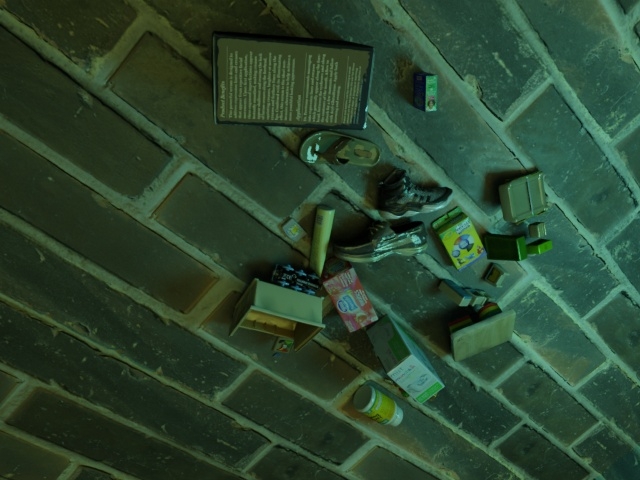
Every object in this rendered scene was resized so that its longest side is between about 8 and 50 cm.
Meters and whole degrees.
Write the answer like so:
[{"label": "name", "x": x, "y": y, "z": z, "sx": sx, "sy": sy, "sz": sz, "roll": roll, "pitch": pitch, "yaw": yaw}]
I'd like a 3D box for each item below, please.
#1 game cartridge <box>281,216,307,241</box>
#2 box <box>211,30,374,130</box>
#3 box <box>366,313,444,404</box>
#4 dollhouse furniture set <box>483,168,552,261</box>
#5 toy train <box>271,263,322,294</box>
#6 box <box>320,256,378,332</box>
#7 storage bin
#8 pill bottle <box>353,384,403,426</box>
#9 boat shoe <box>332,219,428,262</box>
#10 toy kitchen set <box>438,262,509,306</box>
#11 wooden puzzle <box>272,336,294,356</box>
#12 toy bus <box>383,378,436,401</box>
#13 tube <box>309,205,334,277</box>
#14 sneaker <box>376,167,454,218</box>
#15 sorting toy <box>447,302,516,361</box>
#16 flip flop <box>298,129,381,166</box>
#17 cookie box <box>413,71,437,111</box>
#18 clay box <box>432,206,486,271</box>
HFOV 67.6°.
[{"label": "game cartridge", "x": -0.093, "y": -0.035, "z": 1.646, "sx": 0.056, "sy": 0.017, "sz": 0.083, "roll": -39, "pitch": 117, "yaw": 12}, {"label": "box", "x": -0.092, "y": -0.437, "z": 1.293, "sx": 0.396, "sy": 0.293, "sz": 0.211, "roll": 0, "pitch": 115, "yaw": -12}, {"label": "box", "x": 0.315, "y": 0.451, "z": 1.833, "sx": 0.127, "sy": 0.262, "sz": 0.231, "roll": -40, "pitch": 116, "yaw": 7}, {"label": "dollhouse furniture set", "x": 0.718, "y": -0.093, "z": 1.769, "sx": 0.198, "sy": 0.151, "sz": 0.301, "roll": -18, "pitch": 102, "yaw": -26}, {"label": "toy train", "x": -0.086, "y": 0.138, "z": 1.678, "sx": 0.184, "sy": 0.105, "sz": 0.080, "roll": 19, "pitch": 82, "yaw": -16}, {"label": "box", "x": 0.096, "y": 0.189, "z": 1.732, "sx": 0.123, "sy": 0.128, "sz": 0.256, "roll": -27, "pitch": 119, "yaw": 1}, {"label": "storage bin", "x": -0.157, "y": 0.272, "z": 1.669, "sx": 0.262, "sy": 0.123, "sz": 0.260, "roll": 17, "pitch": 140, "yaw": -19}, {"label": "pill bottle", "x": 0.248, "y": 0.705, "z": 2.021, "sx": 0.208, "sy": 0.117, "sz": 0.117, "roll": 37, "pitch": 103, "yaw": -26}, {"label": "boat shoe", "x": 0.208, "y": -0.009, "z": 1.675, "sx": 0.356, "sy": 0.132, "sz": 0.130, "roll": -7, "pitch": 107, "yaw": -19}, {"label": "toy kitchen set", "x": 0.596, "y": 0.155, "z": 1.853, "sx": 0.207, "sy": 0.122, "sz": 0.166, "roll": 7, "pitch": 115, "yaw": -38}, {"label": "wooden puzzle", "x": -0.140, "y": 0.405, "z": 1.849, "sx": 0.079, "sy": 0.014, "sz": 0.116, "roll": 9, "pitch": 113, "yaw": -16}, {"label": "toy bus", "x": 0.401, "y": 0.591, "z": 2.006, "sx": 0.202, "sy": 0.191, "sz": 0.104, "roll": 42, "pitch": 58, "yaw": -27}, {"label": "tube", "x": 0.000, "y": 0.000, "z": 1.650, "sx": 0.062, "sy": 0.070, "sz": 0.240, "roll": 15, "pitch": 109, "yaw": 12}, {"label": "sneaker", "x": 0.320, "y": -0.172, "z": 1.619, "sx": 0.269, "sy": 0.101, "sz": 0.153, "roll": -14, "pitch": 120, "yaw": -3}, {"label": "sorting toy", "x": 0.631, "y": 0.357, "z": 1.911, "sx": 0.256, "sy": 0.089, "sz": 0.257, "roll": -23, "pitch": 142, "yaw": 1}, {"label": "flip flop", "x": 0.067, "y": -0.280, "z": 1.524, "sx": 0.277, "sy": 0.080, "sz": 0.112, "roll": 6, "pitch": 114, "yaw": -15}, {"label": "cookie box", "x": 0.325, "y": -0.463, "z": 1.486, "sx": 0.040, "sy": 0.092, "sz": 0.107, "roll": -11, "pitch": 117, "yaw": -10}, {"label": "clay box", "x": 0.514, "y": -0.004, "z": 1.772, "sx": 0.127, "sy": 0.053, "sz": 0.222, "roll": -33, "pitch": 118, "yaw": 4}]
